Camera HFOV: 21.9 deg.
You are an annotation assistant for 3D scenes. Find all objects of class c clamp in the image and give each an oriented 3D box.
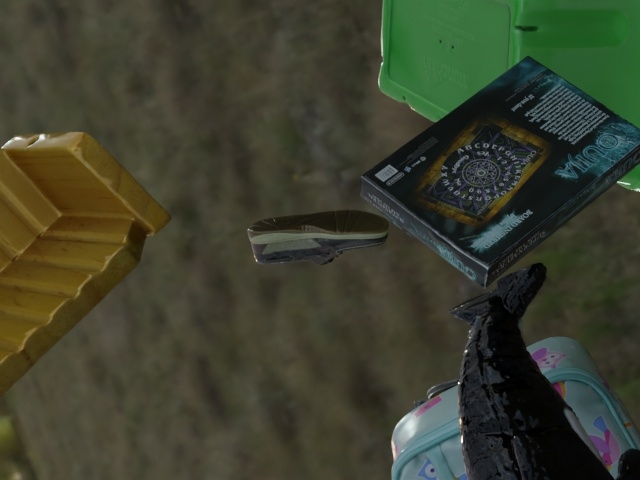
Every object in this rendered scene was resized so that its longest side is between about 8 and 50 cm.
[{"bbox_3d":[0.174,0.157,1.783,0.137,0.160,0.022,62,-166,-70],"label":"c clamp"}]

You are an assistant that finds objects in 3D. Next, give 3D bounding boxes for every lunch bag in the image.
[{"bbox_3d":[0.196,0.246,1.450,0.279,0.224,0.108,59,-173,-15],"label":"lunch bag"}]

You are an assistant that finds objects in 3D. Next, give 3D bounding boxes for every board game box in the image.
[{"bbox_3d":[0.138,-0.054,1.220,0.126,0.186,0.026,39,149,28],"label":"board game box"}]

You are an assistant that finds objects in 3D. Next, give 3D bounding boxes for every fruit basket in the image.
[{"bbox_3d":[0.284,-0.227,1.673,0.392,0.392,0.283,-137,46,-61],"label":"fruit basket"}]

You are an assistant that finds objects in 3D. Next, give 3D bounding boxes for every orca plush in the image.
[{"bbox_3d":[0.164,0.147,1.184,0.102,0.151,0.287,72,-165,-66],"label":"orca plush"}]

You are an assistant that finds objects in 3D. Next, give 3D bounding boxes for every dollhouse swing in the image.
[{"bbox_3d":[-0.406,-0.026,1.625,0.315,0.347,0.305,3,133,58],"label":"dollhouse swing"}]

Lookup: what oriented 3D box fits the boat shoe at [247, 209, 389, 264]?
[{"bbox_3d":[0.000,0.000,1.752,0.056,0.152,0.049,-64,-31,-59],"label":"boat shoe"}]
